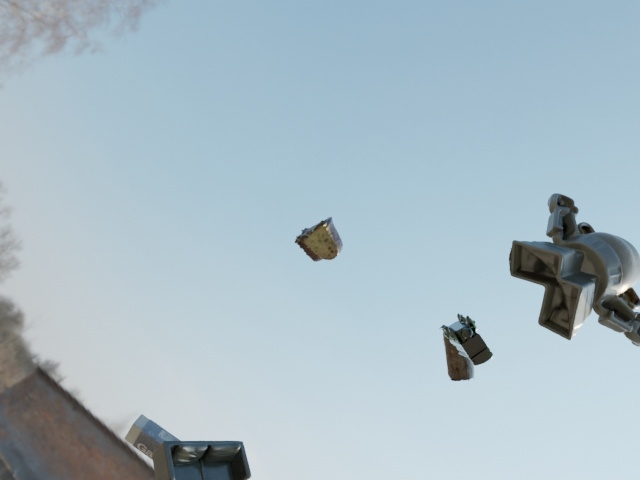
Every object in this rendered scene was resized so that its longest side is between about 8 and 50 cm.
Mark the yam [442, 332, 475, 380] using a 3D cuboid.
[{"bbox_3d":[0.381,0.314,1.864,0.079,0.079,0.141,-8,-90,60],"label":"yam"}]

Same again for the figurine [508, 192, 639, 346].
[{"bbox_3d":[0.550,0.064,1.383,0.167,0.285,0.342,-14,-88,56],"label":"figurine"}]

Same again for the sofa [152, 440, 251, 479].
[{"bbox_3d":[-0.178,0.356,1.042,0.060,0.147,0.085,-45,-133,31],"label":"sofa"}]

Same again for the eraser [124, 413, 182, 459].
[{"bbox_3d":[-0.415,0.557,1.798,0.213,0.046,0.092,36,-53,1],"label":"eraser"}]

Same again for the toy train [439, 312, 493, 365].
[{"bbox_3d":[0.347,0.237,1.612,0.111,0.071,0.170,58,-2,3],"label":"toy train"}]

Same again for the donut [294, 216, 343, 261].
[{"bbox_3d":[0.009,-0.004,2.108,0.187,0.144,0.126,-23,-81,43],"label":"donut"}]
